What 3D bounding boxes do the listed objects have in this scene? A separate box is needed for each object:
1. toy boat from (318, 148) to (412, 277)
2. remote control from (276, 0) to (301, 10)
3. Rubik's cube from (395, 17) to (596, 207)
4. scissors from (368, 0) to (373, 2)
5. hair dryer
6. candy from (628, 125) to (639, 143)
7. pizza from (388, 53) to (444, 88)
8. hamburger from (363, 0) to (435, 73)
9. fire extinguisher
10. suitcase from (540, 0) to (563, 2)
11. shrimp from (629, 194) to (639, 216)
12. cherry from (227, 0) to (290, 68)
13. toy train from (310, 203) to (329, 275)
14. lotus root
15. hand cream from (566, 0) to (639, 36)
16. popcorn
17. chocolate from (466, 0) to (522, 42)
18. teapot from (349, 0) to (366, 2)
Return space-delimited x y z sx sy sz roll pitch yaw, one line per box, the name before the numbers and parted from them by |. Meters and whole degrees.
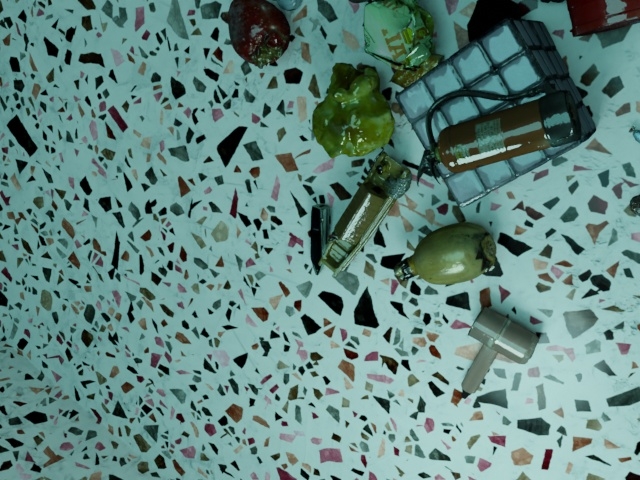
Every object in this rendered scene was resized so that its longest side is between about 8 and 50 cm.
toy boat | 0.132 -0.069 2.022 0.136 0.162 0.445 38 120 12
remote control | -0.095 -0.833 1.981 0.087 0.047 0.244 12 113 23
Rubik's cube | 0.458 -0.331 1.649 0.345 0.337 0.343 -30 90 32
scissors | 0.263 -0.742 1.805 0.300 0.022 0.109 -10 73 27
hair dryer | 0.519 0.379 1.994 0.189 0.107 0.344 29 127 17
candy | 0.819 -0.256 1.650 0.083 0.020 0.030 48 121 9
pizza | 0.290 -0.472 1.875 0.178 0.041 0.130 -33 81 31
hamburger | 0.227 -0.596 1.797 0.214 0.125 0.235 27 127 30
fire extinguisher | 0.383 -0.255 1.473 0.376 0.113 0.200 -15 55 31
suitcase | 0.490 -0.713 1.613 0.286 0.066 0.206 14 134 16
shrimp | 0.878 -0.048 1.656 0.190 0.075 0.073 40 89 2
cherry | -0.202 -0.666 2.018 0.249 0.175 0.192 52 152 15
toy train | 0.000 0.000 2.190 0.055 0.048 0.251 20 120 35
lotus root | 0.361 0.049 1.916 0.310 0.183 0.182 -19 95 33
hand cream | 0.691 -0.573 1.506 0.230 0.230 0.149 -5 103 31
popcorn | 0.101 -0.378 1.905 0.277 0.225 0.276 10 113 24
chocolate | 0.453 -0.578 1.721 0.149 0.080 0.125 -36 71 16
teapot | 0.200 -0.798 1.750 0.285 0.305 0.223 -3 133 20
